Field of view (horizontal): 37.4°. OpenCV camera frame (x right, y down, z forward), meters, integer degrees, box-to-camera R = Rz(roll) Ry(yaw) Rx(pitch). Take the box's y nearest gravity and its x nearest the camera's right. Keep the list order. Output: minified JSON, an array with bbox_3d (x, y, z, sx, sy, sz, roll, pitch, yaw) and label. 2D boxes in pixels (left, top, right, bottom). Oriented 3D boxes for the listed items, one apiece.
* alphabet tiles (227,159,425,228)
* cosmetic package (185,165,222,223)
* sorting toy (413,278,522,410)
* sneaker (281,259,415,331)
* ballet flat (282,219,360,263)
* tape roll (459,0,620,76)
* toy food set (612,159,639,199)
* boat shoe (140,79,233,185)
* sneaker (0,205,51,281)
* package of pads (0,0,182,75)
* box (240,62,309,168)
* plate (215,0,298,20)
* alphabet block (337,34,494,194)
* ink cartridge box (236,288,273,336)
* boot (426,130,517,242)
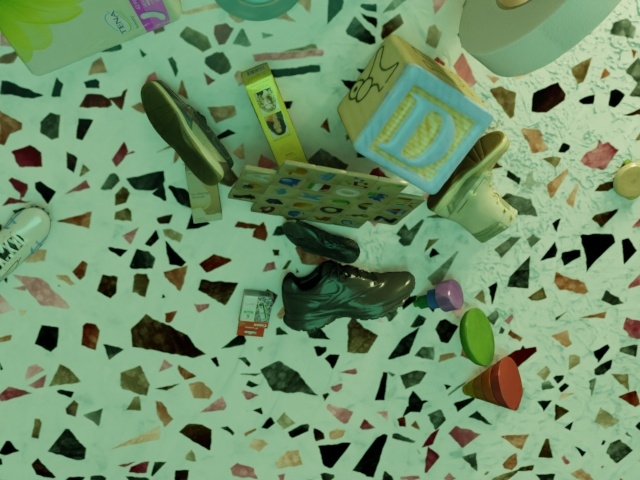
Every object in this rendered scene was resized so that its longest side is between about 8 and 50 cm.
[{"bbox_3d":[0.008,-0.082,1.779,0.342,0.285,0.011,9,73,-14],"label":"alphabet tiles"},{"bbox_3d":[-0.226,-0.095,1.831,0.060,0.041,0.115,-9,119,-4],"label":"cosmetic package"},{"bbox_3d":[0.314,0.239,2.080,0.126,0.127,0.365,-17,121,34],"label":"sorting toy"},{"bbox_3d":[0.055,0.098,1.947,0.286,0.109,0.130,-13,113,-4],"label":"sneaker"},{"bbox_3d":[0.000,0.000,1.924,0.173,0.049,0.057,24,123,-13],"label":"ballet flat"},{"bbox_3d":[0.383,-0.444,1.546,0.072,0.392,0.392,33,109,-22],"label":"tape roll"},{"bbox_3d":[0.648,-0.126,1.964,0.083,0.020,0.082,24,112,-19],"label":"toy food set"},{"bbox_3d":[-0.245,-0.206,1.754,0.080,0.073,0.223,-26,105,46],"label":"boat shoe"},{"bbox_3d":[-0.608,0.027,1.812,0.237,0.086,0.085,-40,115,11],"label":"sneaker"},{"bbox_3d":[-0.400,-0.418,1.562,0.296,0.101,0.229,-21,143,3],"label":"package of pads"},{"bbox_3d":[-0.079,-0.210,1.770,0.058,0.087,0.232,-23,118,1],"label":"box"},{"bbox_3d":[-0.110,-0.476,1.657,0.188,0.024,0.188,-3,117,-7],"label":"plate"},{"bbox_3d":[0.167,-0.233,1.732,0.193,0.197,0.192,30,110,-22],"label":"alphabet block"},{"bbox_3d":[-0.139,0.160,1.988,0.063,0.029,0.115,6,116,-12],"label":"ink cartridge box"},{"bbox_3d":[0.339,-0.104,1.896,0.165,0.077,0.213,32,114,-22],"label":"boot"}]
